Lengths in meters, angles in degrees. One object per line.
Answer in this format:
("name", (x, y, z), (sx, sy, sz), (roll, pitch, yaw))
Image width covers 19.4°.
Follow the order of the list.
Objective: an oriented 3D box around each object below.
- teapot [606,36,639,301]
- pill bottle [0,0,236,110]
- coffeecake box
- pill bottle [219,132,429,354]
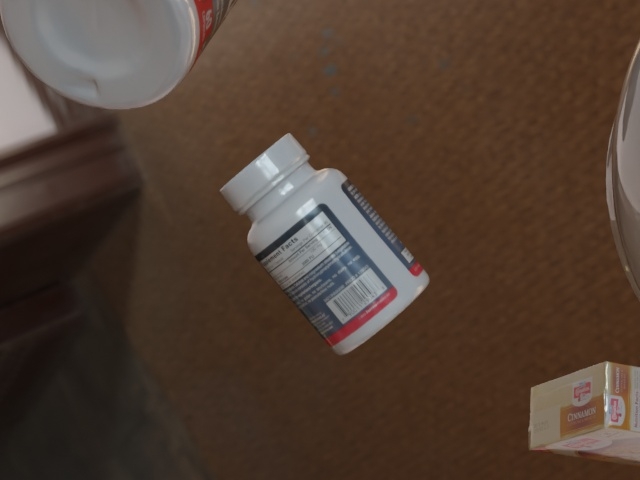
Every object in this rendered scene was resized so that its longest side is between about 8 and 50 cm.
("teapot", (0.212, -0.018, 0.779), (0.187, 0.252, 0.256), (-20, 53, 57))
("pill bottle", (-0.132, -0.241, 1.514), (0.161, 0.283, 0.161), (10, 128, 13))
("coffeecake box", (0.319, 0.176, 1.834), (0.142, 0.185, 0.068), (149, 129, -62))
("pill bottle", (0.000, 0.000, 1.632), (0.180, 0.108, 0.108), (51, 143, -2))
